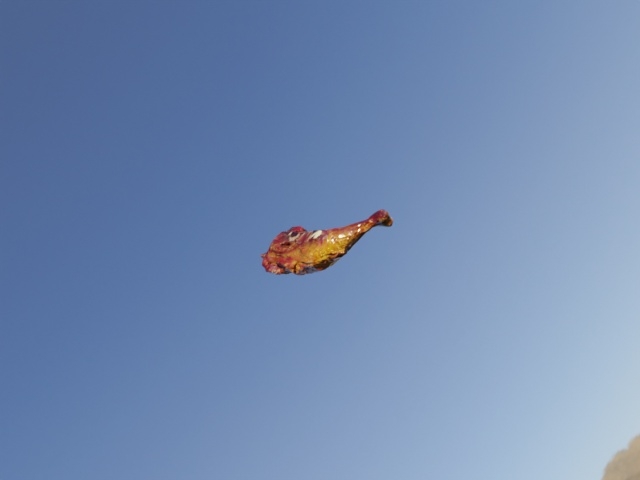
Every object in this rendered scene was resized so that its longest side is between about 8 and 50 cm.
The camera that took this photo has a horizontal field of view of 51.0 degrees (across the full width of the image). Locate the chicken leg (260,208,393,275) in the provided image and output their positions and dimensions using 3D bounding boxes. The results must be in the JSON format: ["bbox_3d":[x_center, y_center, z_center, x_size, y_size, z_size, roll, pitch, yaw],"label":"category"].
[{"bbox_3d":[-0.004,0.005,0.920,0.048,0.219,0.089,47,-131,-30],"label":"chicken leg"}]
